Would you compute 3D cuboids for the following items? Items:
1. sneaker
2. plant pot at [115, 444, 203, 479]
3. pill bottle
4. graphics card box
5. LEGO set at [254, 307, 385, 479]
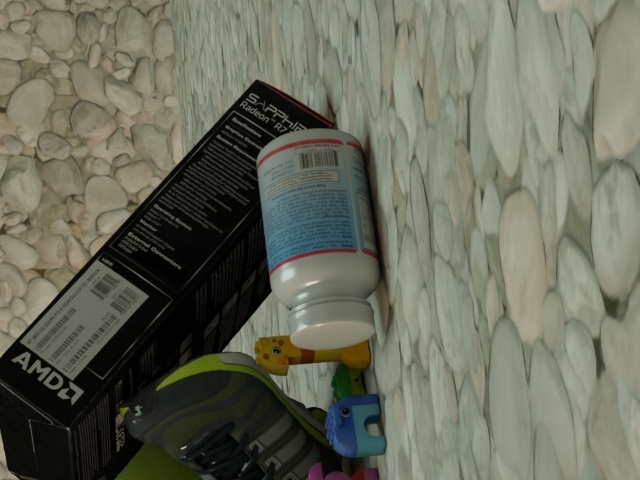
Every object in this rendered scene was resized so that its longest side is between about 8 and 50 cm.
[{"bbox_3d":[-0.056,0.186,1.421,0.300,0.111,0.121,32,-151,-50],"label":"sneaker"},{"bbox_3d":[-0.087,0.359,1.611,0.275,0.275,0.293,100,147,-59],"label":"plant pot"},{"bbox_3d":[0.000,0.000,1.303,0.087,0.087,0.160,105,159,-66],"label":"pill bottle"},{"bbox_3d":[-0.136,0.054,1.485,0.371,0.094,0.233,-51,-12,-25],"label":"graphics card box"},{"bbox_3d":[-0.007,0.122,1.385,0.087,0.093,0.227,100,164,-58],"label":"LEGO set"}]
